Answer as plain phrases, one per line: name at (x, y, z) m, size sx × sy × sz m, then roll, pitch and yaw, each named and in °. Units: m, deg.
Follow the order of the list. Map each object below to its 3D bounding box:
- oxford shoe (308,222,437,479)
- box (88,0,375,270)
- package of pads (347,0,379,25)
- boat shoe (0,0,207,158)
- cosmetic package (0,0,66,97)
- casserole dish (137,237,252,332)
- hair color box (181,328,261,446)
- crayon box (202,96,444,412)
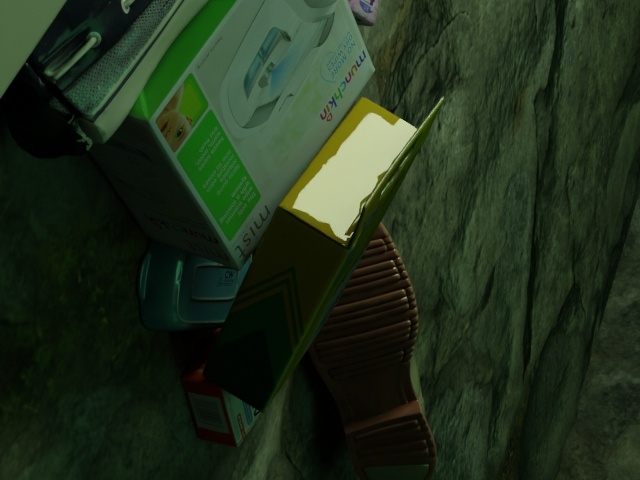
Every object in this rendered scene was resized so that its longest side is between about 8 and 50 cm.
oxford shoe at (0.054, 0.128, 1.683) m, size 0.146 × 0.141 × 0.396 m, roll -99°, pitch 180°, yaw -66°
box at (-0.091, -0.148, 1.216) m, size 0.262 × 0.127 × 0.231 m, roll -57°, pitch 146°, yaw -22°
package of pads at (0.041, -0.290, 1.582) m, size 0.083 × 0.032 × 0.050 m, roll 13°, pitch 88°, yaw -64°
boat shoe at (-0.168, -0.241, 1.060) m, size 0.340 × 0.127 × 0.158 m, roll -67°, pitch 152°, yaw -27°
cosmetic package at (-0.297, -0.099, 0.808) m, size 0.309 × 0.160 × 0.113 m, roll -66°, pitch 150°, yaw -30°
casserole dish at (-0.121, 0.040, 1.354) m, size 0.188 × 0.037 × 0.114 m, roll 5°, pitch 94°, yaw -65°
hair color box at (-0.081, 0.134, 1.448) m, size 0.167 × 0.053 × 0.093 m, roll -55°, pitch 143°, yaw -44°
crayon box at (0.000, 0.000, 1.303) m, size 0.202 × 0.081 × 0.318 m, roll -54°, pitch 174°, yaw -46°
